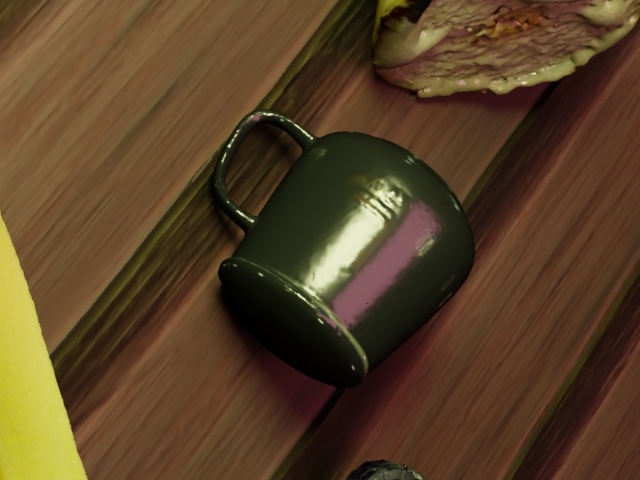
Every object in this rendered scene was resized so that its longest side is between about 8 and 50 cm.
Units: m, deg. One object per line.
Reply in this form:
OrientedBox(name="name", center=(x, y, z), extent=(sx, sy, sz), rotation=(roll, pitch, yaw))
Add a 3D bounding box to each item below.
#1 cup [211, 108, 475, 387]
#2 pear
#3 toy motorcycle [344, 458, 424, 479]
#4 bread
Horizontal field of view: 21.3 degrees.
OrientedBox(name="cup", center=(0.000, 0.000, 1.367), extent=(0.223, 0.169, 0.176), rotation=(41, 72, -3))
OrientedBox(name="pear", center=(0.138, -0.241, 1.444), extent=(0.267, 0.267, 0.178), rotation=(2, 63, -44))
OrientedBox(name="toy motorcycle", center=(0.102, 0.304, 1.536), extent=(0.307, 0.108, 0.173), rotation=(27, 82, -42))
OrientedBox(name="bread", center=(-0.287, 0.111, 1.172), extent=(0.168, 0.163, 0.264), rotation=(-1, 65, -44))
